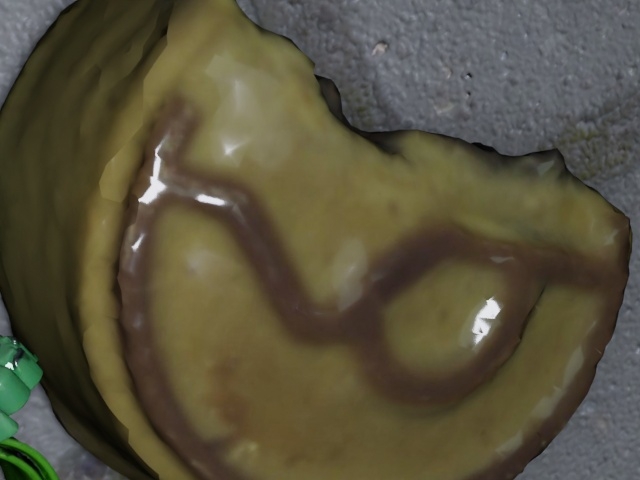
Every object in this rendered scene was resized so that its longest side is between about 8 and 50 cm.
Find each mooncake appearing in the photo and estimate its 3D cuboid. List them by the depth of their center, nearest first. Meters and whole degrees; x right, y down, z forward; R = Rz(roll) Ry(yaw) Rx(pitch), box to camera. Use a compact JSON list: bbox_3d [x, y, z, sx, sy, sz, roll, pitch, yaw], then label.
[{"bbox_3d":[0.000,0.000,1.203,0.394,0.246,0.393,-20,106,-24],"label":"mooncake"}]

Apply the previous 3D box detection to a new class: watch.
[{"bbox_3d":[-0.222,0.160,1.144,0.165,0.131,0.152,-40,119,-24],"label":"watch"}]
